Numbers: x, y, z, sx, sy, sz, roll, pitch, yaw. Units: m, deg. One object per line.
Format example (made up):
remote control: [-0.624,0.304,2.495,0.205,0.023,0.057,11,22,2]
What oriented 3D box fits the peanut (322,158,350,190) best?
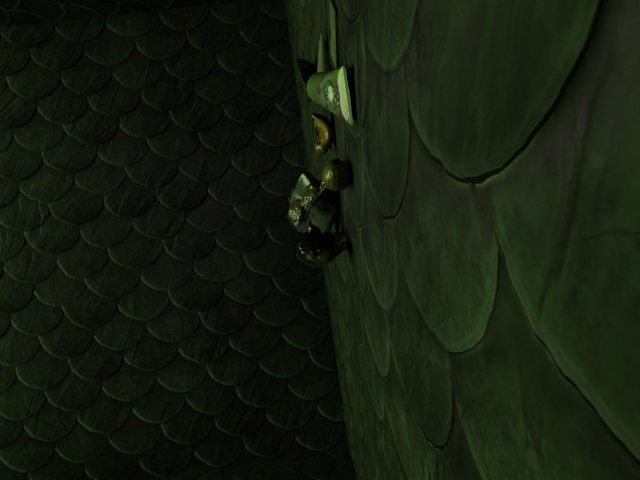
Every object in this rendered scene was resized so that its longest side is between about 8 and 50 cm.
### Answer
peanut: [0.049,-0.212,1.392,0.228,0.086,0.104,-111,23,-83]

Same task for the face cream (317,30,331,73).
face cream: [0.013,-0.566,1.427,0.092,0.058,0.243,77,-170,-73]

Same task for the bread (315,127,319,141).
bread: [0.012,-0.418,1.774,0.154,0.054,0.135,74,-172,-71]

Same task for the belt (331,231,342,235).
belt: [0.065,0.002,1.906,0.232,0.053,0.071,141,120,-86]

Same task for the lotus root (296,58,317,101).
lotus root: [-0.044,-0.708,1.872,0.203,0.078,0.183,-96,-12,-61]

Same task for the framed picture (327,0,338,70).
framed picture: [0.037,-0.599,1.264,0.200,0.010,0.135,85,175,-49]

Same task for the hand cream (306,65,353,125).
hand cream: [0.037,-0.416,1.202,0.306,0.093,0.146,-125,23,-62]

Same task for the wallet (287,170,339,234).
wallet: [-0.042,-0.131,1.927,0.252,0.083,0.360,46,148,17]

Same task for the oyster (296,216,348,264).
oyster: [-0.008,0.002,1.684,0.337,0.198,0.132,-119,37,-68]

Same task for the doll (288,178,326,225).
doll: [-0.033,-0.178,1.721,0.285,0.091,0.202,-62,36,18]

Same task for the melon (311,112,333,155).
melon: [0.017,-0.409,1.616,0.128,0.079,0.160,-69,-24,-57]

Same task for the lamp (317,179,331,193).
lamp: [-0.021,-0.190,2.073,0.185,0.162,0.161,89,172,-55]
